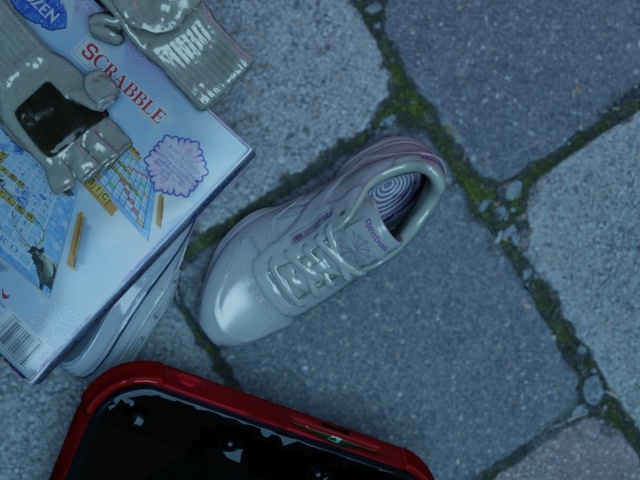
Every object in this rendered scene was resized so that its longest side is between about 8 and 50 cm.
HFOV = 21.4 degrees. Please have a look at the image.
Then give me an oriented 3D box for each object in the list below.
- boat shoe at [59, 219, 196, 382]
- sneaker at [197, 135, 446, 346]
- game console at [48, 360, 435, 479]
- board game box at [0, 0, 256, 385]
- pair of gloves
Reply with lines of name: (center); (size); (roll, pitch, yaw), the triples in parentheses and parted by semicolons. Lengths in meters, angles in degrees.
boat shoe: (-0.187, 0.047, 1.742); (0.076, 0.083, 0.226); (37, 87, -42)
sneaker: (0.000, 0.000, 1.723); (0.305, 0.152, 0.114); (-40, 105, -2)
game console: (-0.098, 0.324, 1.699); (0.386, 0.060, 0.342); (21, 101, -12)
board game box: (-0.285, -0.080, 1.663); (0.319, 0.066, 0.318); (44, 88, 2)
pair of gloves: (-0.210, -0.182, 1.615); (0.240, 0.042, 0.204); (-34, 87, -4)
